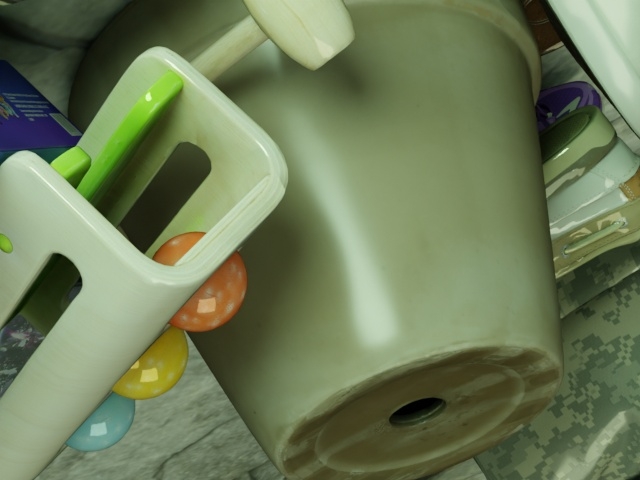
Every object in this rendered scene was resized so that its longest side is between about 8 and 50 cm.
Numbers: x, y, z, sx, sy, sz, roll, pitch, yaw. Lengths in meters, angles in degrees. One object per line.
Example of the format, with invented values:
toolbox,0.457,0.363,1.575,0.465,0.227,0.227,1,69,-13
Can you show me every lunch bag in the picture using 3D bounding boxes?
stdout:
lunch bag,0.263,0.119,1.586,0.305,0.256,0.212,-34,152,18

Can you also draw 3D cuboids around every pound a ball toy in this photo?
pound a ball toy,-0.098,0.001,0.952,0.208,0.136,0.319,-46,180,-43

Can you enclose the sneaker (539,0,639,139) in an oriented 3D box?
sneaker,0.208,-0.172,1.116,0.123,0.106,0.290,-34,134,5

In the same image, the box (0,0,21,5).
box,-0.195,-0.163,0.781,0.275,0.094,0.113,-23,163,-42

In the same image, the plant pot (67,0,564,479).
plant pot,0.020,-0.003,1.102,0.323,0.280,0.323,-13,150,-8

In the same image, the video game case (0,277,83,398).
video game case,-0.275,0.087,1.333,0.274,0.026,0.196,-7,149,-33

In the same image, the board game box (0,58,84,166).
board game box,-0.256,0.011,0.867,0.233,0.078,0.347,-47,180,6

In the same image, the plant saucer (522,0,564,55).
plant saucer,0.158,-0.178,1.210,0.168,0.029,0.168,-20,152,-11

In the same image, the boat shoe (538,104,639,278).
boat shoe,0.122,0.028,1.300,0.302,0.103,0.113,-37,-166,17

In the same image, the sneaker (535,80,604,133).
sneaker,0.145,-0.087,1.325,0.170,0.068,0.071,-20,147,-9
